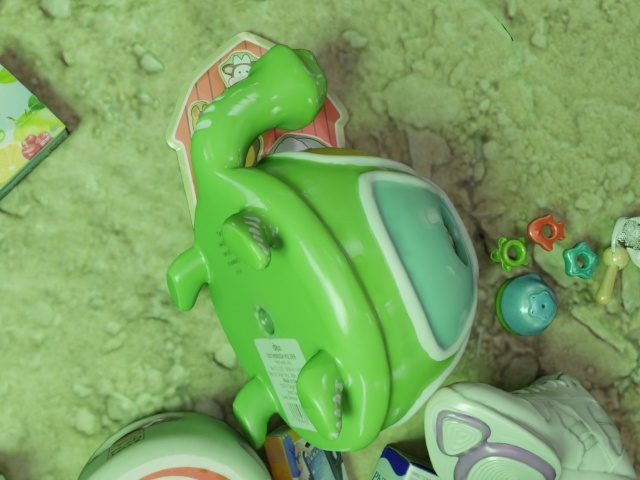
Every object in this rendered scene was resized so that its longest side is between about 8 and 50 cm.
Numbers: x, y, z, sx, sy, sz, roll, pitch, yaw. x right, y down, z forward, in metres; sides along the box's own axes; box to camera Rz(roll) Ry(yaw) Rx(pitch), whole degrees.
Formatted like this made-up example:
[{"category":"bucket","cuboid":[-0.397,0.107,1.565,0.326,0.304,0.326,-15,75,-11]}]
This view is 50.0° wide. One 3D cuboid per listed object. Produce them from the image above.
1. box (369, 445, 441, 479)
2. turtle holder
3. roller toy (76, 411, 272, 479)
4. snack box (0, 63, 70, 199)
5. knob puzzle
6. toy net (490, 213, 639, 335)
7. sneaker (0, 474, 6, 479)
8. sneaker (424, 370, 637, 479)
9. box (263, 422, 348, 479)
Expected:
[{"category":"box","cuboid":[0.104,0.302,0.698,0.126,0.072,0.137,27,82,-13]},{"category":"turtle holder","cuboid":[-0.001,0.015,0.622,0.227,0.243,0.320,-25,65,-30]},{"category":"roller toy","cuboid":[-0.131,0.256,0.605,0.209,0.146,0.191,20,83,-12]},{"category":"snack box","cuboid":[-0.320,-0.088,0.629,0.100,0.037,0.141,44,79,-7]},{"category":"knob puzzle","cuboid":[-0.061,-0.118,0.698,0.213,0.030,0.213,1,87,-13]},{"category":"toy net","cuboid":[0.296,0.017,0.775,0.232,0.045,0.122,-22,91,-15]},{"category":"sneaker","cuboid":[-0.368,0.310,0.536,0.106,0.162,0.281,33,80,-10]},{"category":"sneaker","cuboid":[0.206,0.191,0.683,0.305,0.114,0.152,32,41,-32]},{"category":"box","cuboid":[-0.006,0.242,0.675,0.081,0.028,0.136,-19,91,-54]}]
